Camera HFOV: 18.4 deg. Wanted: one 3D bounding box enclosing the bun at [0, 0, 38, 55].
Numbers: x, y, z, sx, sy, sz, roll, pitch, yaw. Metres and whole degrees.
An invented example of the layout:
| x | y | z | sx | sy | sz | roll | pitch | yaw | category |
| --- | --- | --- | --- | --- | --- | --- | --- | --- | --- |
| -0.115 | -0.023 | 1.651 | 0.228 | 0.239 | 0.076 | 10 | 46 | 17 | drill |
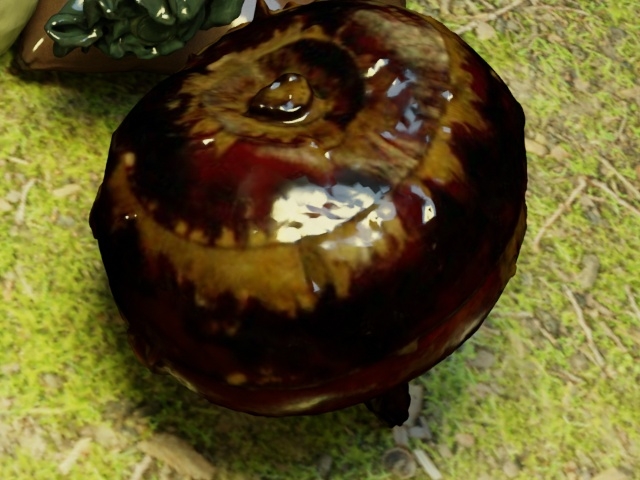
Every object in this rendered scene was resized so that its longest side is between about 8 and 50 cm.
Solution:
| x | y | z | sx | sy | sz | roll | pitch | yaw | category |
| --- | --- | --- | --- | --- | --- | --- | --- | --- | --- |
| -0.352 | -0.245 | 1.335 | 0.361 | 0.213 | 0.361 | 11 | 48 | -13 | bun |

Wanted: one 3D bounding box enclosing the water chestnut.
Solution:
| x | y | z | sx | sy | sz | roll | pitch | yaw | category |
| --- | --- | --- | --- | --- | --- | --- | --- | --- | --- |
| 0.000 | 0.000 | 1.268 | 0.300 | 0.300 | 0.300 | 12 | 46 | -13 | water chestnut |

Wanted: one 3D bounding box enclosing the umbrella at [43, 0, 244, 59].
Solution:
| x | y | z | sx | sy | sz | roll | pitch | yaw | category |
| --- | --- | --- | --- | --- | --- | --- | --- | --- | --- |
| -0.130 | -0.266 | 1.388 | 0.143 | 0.094 | 0.349 | -16 | 49 | 13 | umbrella |

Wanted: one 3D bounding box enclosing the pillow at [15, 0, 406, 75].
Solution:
| x | y | z | sx | sy | sz | roll | pitch | yaw | category |
| --- | --- | --- | --- | --- | --- | --- | --- | --- | --- |
| -0.075 | -0.226 | 1.517 | 0.308 | 0.108 | 0.305 | 9 | 51 | -11 | pillow |
